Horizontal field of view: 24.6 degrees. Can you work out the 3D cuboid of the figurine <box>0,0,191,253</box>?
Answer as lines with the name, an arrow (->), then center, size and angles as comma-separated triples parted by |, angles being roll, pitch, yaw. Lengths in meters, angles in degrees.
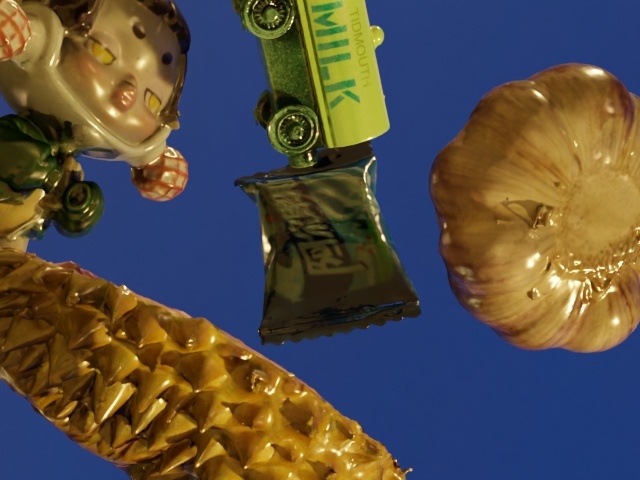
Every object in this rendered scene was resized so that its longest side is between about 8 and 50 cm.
figurine -> -0.237, -0.104, 1.306 | 0.167, 0.281, 0.370 | 7, -115, 40

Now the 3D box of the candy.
candy -> 0.000, 0.000, 1.693 | 0.187, 0.077, 0.331 | -14, -138, 2

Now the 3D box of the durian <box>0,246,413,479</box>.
durian -> -0.080, 0.117, 0.905 | 0.191, 0.341, 0.112 | 17, -110, 53

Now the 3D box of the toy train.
toy train -> -0.006, -0.209, 1.620 | 0.157, 0.253, 0.105 | -16, -158, -7

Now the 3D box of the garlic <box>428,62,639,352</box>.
garlic -> 0.193, -0.026, 1.233 | 0.160, 0.245, 0.245 | 13, -104, 63
